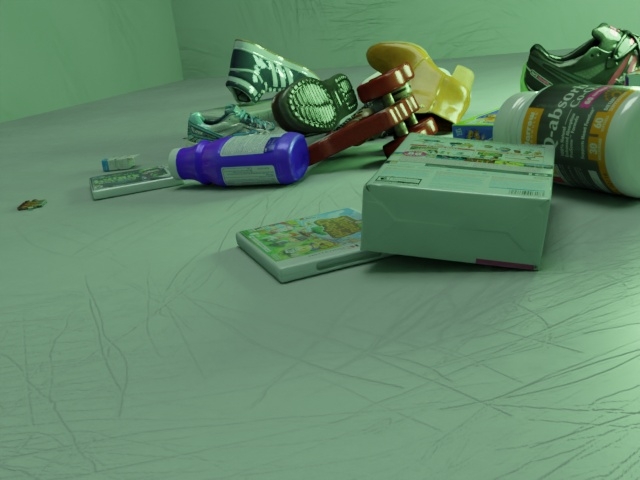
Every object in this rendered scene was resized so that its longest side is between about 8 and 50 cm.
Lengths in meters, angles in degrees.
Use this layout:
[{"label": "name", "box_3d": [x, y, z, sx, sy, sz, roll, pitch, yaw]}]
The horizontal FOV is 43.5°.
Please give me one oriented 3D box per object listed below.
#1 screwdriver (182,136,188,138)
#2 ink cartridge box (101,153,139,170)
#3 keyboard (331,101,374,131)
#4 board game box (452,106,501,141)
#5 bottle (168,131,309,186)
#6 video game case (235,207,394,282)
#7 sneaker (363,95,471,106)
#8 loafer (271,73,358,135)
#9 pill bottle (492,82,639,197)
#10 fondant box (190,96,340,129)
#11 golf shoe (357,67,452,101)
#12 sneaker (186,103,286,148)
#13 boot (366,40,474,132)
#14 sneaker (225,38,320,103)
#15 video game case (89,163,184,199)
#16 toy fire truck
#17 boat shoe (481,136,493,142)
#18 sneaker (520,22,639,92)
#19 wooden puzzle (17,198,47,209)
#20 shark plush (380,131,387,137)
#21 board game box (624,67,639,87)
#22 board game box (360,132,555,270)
[{"label": "screwdriver", "box_3d": [-0.332, -0.300, 2.276, 0.170, 0.025, 0.024, 5, 21, 34]}, {"label": "ink cartridge box", "box_3d": [-0.489, -0.192, 1.970, 0.083, 0.028, 0.048, -5, 17, 8]}, {"label": "keyboard", "box_3d": [0.073, -0.284, 1.931, 0.180, 0.023, 0.108, -41, 17, -28]}, {"label": "board game box", "box_3d": [0.455, -0.226, 1.595, 0.233, 0.078, 0.347, 8, 22, 41]}, {"label": "bottle", "box_3d": [-0.169, -0.160, 1.612, 0.282, 0.092, 0.118, -1, 27, 20]}, {"label": "video game case", "box_3d": [0.000, 0.000, 1.132, 0.193, 0.023, 0.212, -13, 17, -18]}, {"label": "sneaker", "box_3d": [0.243, -0.367, 2.106, 0.295, 0.105, 0.147, -18, 24, -19]}, {"label": "loafer", "box_3d": [-0.026, -0.308, 1.904, 0.130, 0.134, 0.366, -20, 4, 27]}, {"label": "pill bottle", "box_3d": [0.412, -0.163, 1.260, 0.162, 0.162, 0.278, -16, 18, -26]}, {"label": "fondant box", "box_3d": [-0.149, -0.320, 2.142, 0.330, 0.096, 0.238, -15, 18, -29]}, {"label": "golf shoe", "box_3d": [0.266, -0.463, 2.418, 0.306, 0.115, 0.140, -11, 20, -7]}, {"label": "sneaker", "box_3d": [-0.182, -0.263, 1.907, 0.283, 0.122, 0.110, -5, 16, -3]}, {"label": "boot", "box_3d": [0.219, -0.371, 1.945, 0.295, 0.104, 0.211, 19, 52, 13]}, {"label": "sneaker", "box_3d": [-0.133, -0.422, 2.177, 0.282, 0.153, 0.099, 19, -5, -35]}, {"label": "video game case", "box_3d": [-0.403, -0.130, 1.741, 0.190, 0.022, 0.173, -12, 17, -15]}, {"label": "toy fire truck", "box_3d": [0.099, -0.249, 1.722, 0.254, 0.169, 0.302, -21, 10, 20]}, {"label": "boat shoe", "box_3d": [0.302, -0.150, 1.451, 0.183, 0.066, 0.066, -8, 18, 36]}, {"label": "sneaker", "box_3d": [0.722, -0.418, 1.905, 0.482, 0.202, 0.185, -4, 18, 12]}, {"label": "wooden puzzle", "box_3d": [-0.598, -0.074, 1.664, 0.049, 0.006, 0.083, -8, 16, -3]}, {"label": "shark plush", "box_3d": [0.131, -0.272, 1.985, 0.161, 0.073, 0.067, -15, -15, 36]}, {"label": "board game box", "box_3d": [0.695, -0.270, 1.528, 0.142, 0.144, 0.275, 5, 20, 38]}, {"label": "board game box", "box_3d": [0.198, -0.065, 1.092, 0.224, 0.098, 0.303, 7, 22, 15]}]
